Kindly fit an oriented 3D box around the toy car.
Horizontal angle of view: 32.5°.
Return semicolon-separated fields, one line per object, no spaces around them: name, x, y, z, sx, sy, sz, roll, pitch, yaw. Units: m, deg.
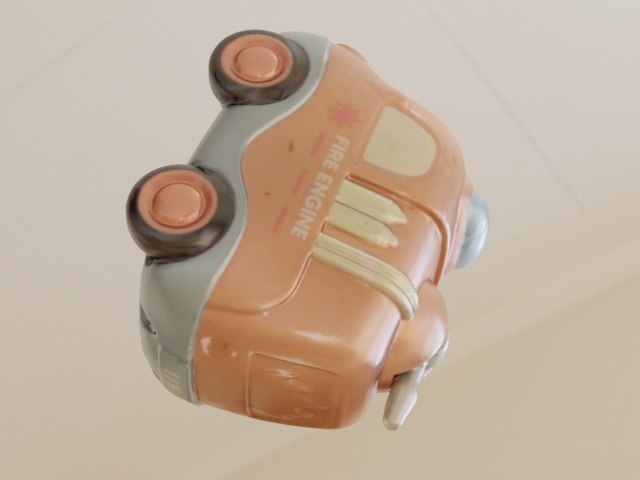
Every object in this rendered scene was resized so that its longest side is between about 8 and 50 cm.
toy car;0.000;0.000;0.752;0.212;0.270;0.180;19;-33;8
